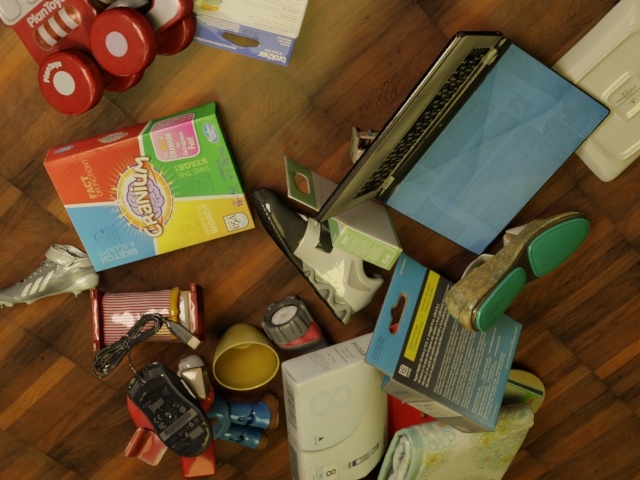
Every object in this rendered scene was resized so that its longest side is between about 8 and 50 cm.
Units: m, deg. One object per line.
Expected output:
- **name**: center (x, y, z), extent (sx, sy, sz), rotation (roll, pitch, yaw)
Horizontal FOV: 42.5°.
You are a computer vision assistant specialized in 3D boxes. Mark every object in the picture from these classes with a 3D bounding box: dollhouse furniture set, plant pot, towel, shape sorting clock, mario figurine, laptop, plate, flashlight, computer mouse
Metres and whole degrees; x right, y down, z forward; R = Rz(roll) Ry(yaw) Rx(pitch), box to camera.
- **dollhouse furniture set**: center (-0.311, 0.271, 1.568), extent (0.201, 0.152, 0.374), rotation (-6, 85, -4)
- **plant pot**: center (-0.157, 0.226, 1.686), extent (0.134, 0.095, 0.134), rotation (-6, 127, -8)
- **towel**: center (0.278, 0.514, 1.838), extent (0.321, 0.090, 0.374), rotation (-9, 135, -27)
- **shape sorting clock**: center (0.405, 0.361, 1.860), extent (0.206, 0.040, 0.206), rotation (-2, 126, -2)
- **mario figurine**: center (-0.257, 0.346, 1.761), extent (0.321, 0.170, 0.198), rotation (17, 82, -26)
- **laptop**: center (0.257, -0.137, 1.415), extent (0.236, 0.408, 0.382), rotation (43, 116, 10)
- **plate**: center (0.560, -0.269, 1.510), extent (0.278, 0.045, 0.277), rotation (38, 109, -24)
- **flashlight**: center (-0.014, 0.255, 1.723), extent (0.103, 0.103, 0.304), rotation (-9, 125, 29)
- **computer mouse**: center (-0.265, 0.251, 1.487), extent (0.262, 0.060, 0.184), rotation (45, 100, 0)

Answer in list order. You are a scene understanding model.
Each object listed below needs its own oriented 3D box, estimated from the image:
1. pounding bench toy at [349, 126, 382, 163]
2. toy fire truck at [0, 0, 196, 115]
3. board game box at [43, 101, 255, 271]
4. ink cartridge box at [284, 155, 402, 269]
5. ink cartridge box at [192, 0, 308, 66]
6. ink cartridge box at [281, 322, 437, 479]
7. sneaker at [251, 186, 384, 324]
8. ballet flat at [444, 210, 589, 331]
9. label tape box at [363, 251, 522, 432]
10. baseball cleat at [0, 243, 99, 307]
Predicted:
- **pounding bench toy**: center (0.093, -0.166, 1.496), extent (0.065, 0.083, 0.052), rotation (2, 119, -7)
- **toy fire truck**: center (-0.356, -0.360, 1.276), extent (0.302, 0.169, 0.254), rotation (-27, 104, 30)
- **board game box**: center (-0.305, -0.094, 1.507), extent (0.317, 0.064, 0.242), rotation (-16, 120, 3)
- **ink cartridge box**: center (0.029, -0.051, 1.506), extent (0.235, 0.171, 0.056), rotation (23, 115, -18)
- **ink cartridge box**: center (-0.097, -0.454, 1.322), extent (0.186, 0.065, 0.311), rotation (11, 116, -13)
- **ink cartridge box**: center (0.116, 0.343, 1.723), extent (0.385, 0.091, 0.308), rotation (-15, 120, -19)
- **sneaker**: center (0.000, 0.000, 1.579), extent (0.146, 0.122, 0.330), rotation (-41, 117, -4)
- **ballet flat**: center (0.378, 0.040, 1.616), extent (0.348, 0.123, 0.123), rotation (-39, 121, -18)
- **label tape box**: center (0.225, 0.207, 1.640), extent (0.334, 0.240, 0.106), rotation (31, 155, -21)
- **baseball cleat**: center (-0.532, 0.064, 1.584), extent (0.206, 0.072, 0.109), rotation (-11, 105, -2)
